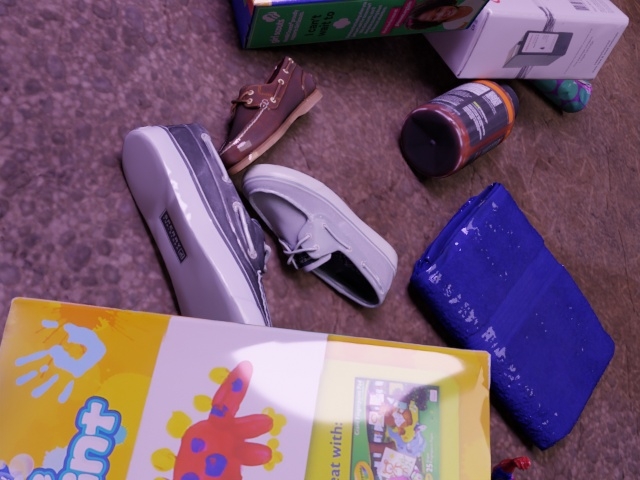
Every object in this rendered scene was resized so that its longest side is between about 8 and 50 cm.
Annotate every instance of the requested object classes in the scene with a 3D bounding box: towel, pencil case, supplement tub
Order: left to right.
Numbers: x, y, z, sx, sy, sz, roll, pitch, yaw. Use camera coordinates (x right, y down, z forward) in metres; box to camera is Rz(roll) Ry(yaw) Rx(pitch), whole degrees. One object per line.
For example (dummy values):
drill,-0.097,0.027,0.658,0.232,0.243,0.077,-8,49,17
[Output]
supplement tub,0.207,-0.167,1.114,0.197,0.106,0.106,-31,91,-42
towel,0.262,0.101,1.068,0.308,0.076,0.227,52,56,-8
pencil case,0.398,-0.285,1.340,0.151,0.070,0.065,31,54,-23

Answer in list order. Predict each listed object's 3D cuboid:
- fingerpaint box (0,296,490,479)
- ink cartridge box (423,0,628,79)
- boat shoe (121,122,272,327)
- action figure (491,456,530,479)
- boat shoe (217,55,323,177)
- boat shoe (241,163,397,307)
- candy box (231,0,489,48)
fingerpaint box,-0.076,0.292,0.557,0.370,0.163,0.445,7,63,-5
ink cartridge box,0.286,-0.344,1.176,0.272,0.115,0.198,-5,49,-28
boat shoe,-0.099,0.015,0.799,0.102,0.108,0.301,-18,75,-40
action figure,0.193,0.293,0.885,0.280,0.139,0.092,13,64,-37
boat shoe,-0.070,-0.148,0.908,0.073,0.073,0.207,53,38,-16
boat shoe,0.000,0.001,0.893,0.227,0.079,0.081,36,48,-25
candy box,0.034,-0.397,0.993,0.317,0.122,0.268,-10,76,-13
